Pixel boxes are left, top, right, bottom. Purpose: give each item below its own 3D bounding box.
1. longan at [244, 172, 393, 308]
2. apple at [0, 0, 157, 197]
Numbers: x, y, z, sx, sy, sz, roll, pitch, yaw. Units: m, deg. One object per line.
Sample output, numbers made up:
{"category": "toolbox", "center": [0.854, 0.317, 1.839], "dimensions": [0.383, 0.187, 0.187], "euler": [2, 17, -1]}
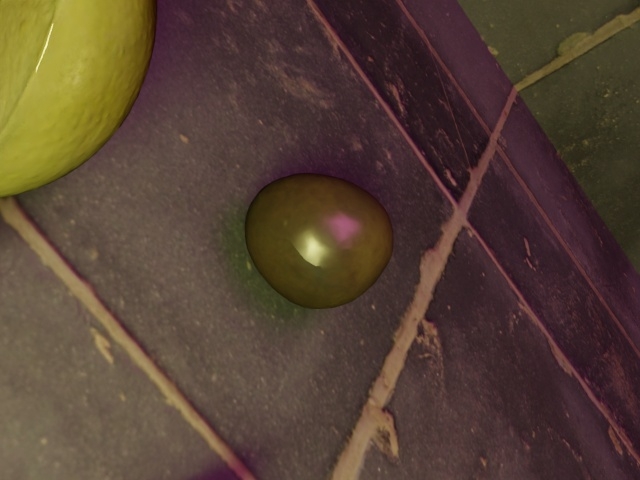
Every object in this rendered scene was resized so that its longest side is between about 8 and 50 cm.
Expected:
{"category": "longan", "center": [0.000, 0.000, 0.835], "dimensions": [0.189, 0.189, 0.189], "euler": [31, 44, -36]}
{"category": "apple", "center": [-0.261, -0.199, 0.561], "dimensions": [0.295, 0.257, 0.233], "euler": [54, 33, -7]}
